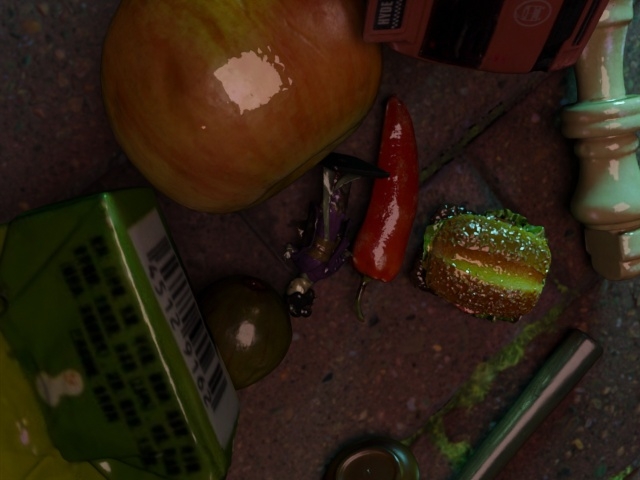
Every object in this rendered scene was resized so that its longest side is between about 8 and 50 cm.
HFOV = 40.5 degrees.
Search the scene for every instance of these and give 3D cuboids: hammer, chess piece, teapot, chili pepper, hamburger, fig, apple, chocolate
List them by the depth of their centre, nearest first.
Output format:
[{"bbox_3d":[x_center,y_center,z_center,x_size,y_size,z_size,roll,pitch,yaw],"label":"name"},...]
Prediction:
[{"bbox_3d":[-0.081,-0.166,0.862,0.286,0.286,0.233,-39,90,-5],"label":"apple"},{"bbox_3d":[-0.252,0.112,0.879,0.288,0.137,0.301,-16,101,20],"label":"chocolate"},{"bbox_3d":[-0.107,0.151,0.992,0.124,0.124,0.236,9,116,-13],"label":"fig"},{"bbox_3d":[0.078,-0.035,1.019,0.071,0.063,0.272,10,93,-39],"label":"chili pepper"},{"bbox_3d":[0.337,-0.144,1.036,0.117,0.117,0.397,-11,102,-11],"label":"chess piece"},{"bbox_3d":[0.197,0.026,1.038,0.165,0.087,0.137,20,93,-14],"label":"hamburger"},{"bbox_3d":[0.059,0.295,1.058,0.129,0.078,0.098,-22,61,1],"label":"teapot"},{"bbox_3d":[0.204,0.293,1.102,0.168,0.044,0.440,42,87,-16],"label":"hammer"}]

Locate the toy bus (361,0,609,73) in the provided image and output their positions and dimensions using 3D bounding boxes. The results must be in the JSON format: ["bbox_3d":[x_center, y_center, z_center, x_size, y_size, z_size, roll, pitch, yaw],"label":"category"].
[{"bbox_3d":[0.123,-0.365,0.808,0.233,0.203,0.427,-6,60,-8],"label":"toy bus"}]

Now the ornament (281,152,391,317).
[{"bbox_3d":[-0.006,-0.004,0.992,0.081,0.088,0.203,14,105,-36],"label":"ornament"}]
